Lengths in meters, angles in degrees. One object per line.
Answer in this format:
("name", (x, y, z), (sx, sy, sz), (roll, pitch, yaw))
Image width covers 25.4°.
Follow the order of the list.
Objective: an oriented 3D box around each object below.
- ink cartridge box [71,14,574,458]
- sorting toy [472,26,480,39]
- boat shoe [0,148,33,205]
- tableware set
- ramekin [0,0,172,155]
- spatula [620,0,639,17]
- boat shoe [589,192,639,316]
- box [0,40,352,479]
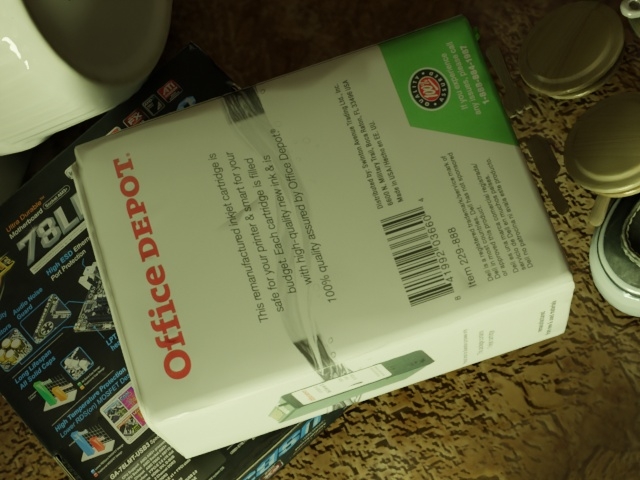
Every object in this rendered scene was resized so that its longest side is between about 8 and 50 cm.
("ink cartridge box", (0.000, 0.000, 0.977), (0.289, 0.121, 0.211), (-18, 69, 0))
("sorting toy", (0.101, -0.138, 1.140), (0.062, 0.012, 0.083), (13, 74, 12))
("boat shoe", (-0.325, -0.163, 1.168), (0.158, 0.127, 0.340), (-5, 69, 23))
("tableware set", (0.212, -0.104, 1.076), (0.128, 0.039, 0.194), (-29, 48, 15))
("ramekin", (-0.220, -0.206, 1.058), (0.127, 0.273, 0.273), (-8, 69, 28))
("spatula", (0.326, -0.249, 1.113), (0.242, 0.019, 0.168), (-11, 68, -10))
("boat shoe", (0.338, -0.070, 1.026), (0.335, 0.119, 0.121), (-35, 71, -2))
("box", (-0.108, 0.044, 1.077), (0.295, 0.073, 0.293), (-42, 69, -8))
